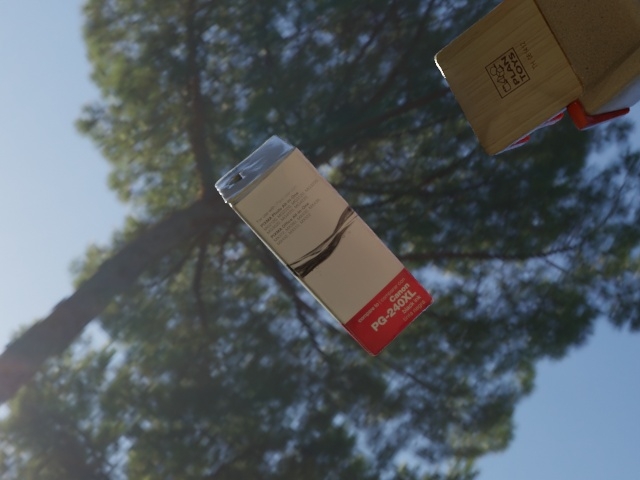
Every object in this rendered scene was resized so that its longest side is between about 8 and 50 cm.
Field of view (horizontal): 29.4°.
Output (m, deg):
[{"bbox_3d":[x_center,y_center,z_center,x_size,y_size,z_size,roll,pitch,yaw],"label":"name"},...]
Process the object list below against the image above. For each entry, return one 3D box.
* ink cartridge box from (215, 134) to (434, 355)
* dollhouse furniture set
[{"bbox_3d":[0.000,0.000,0.878,0.063,0.109,0.150,-42,-76,-1],"label":"ink cartridge box"},{"bbox_3d":[0.204,-0.138,0.748,0.135,0.259,0.262,-35,-102,44],"label":"dollhouse furniture set"}]
